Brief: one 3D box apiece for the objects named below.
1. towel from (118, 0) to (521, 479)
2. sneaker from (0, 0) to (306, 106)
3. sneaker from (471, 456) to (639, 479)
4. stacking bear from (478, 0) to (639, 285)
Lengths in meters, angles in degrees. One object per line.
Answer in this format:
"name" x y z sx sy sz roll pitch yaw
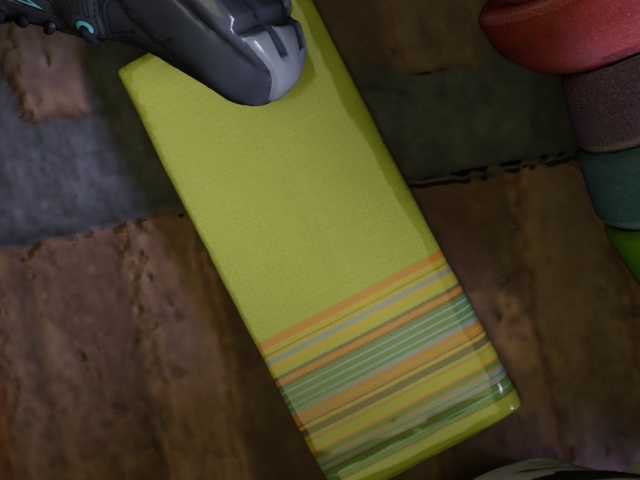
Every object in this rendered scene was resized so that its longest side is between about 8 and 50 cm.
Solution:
"towel" 0.000 0.000 0.801 0.102 0.021 0.237 -27 93 4
"sneaker" -0.124 -0.139 0.766 0.267 0.101 0.106 39 111 9
"sneaker" 0.142 0.142 0.725 0.330 0.146 0.122 -6 111 21
"stacking bear" 0.208 -0.006 0.711 0.175 0.164 0.289 -26 100 15
